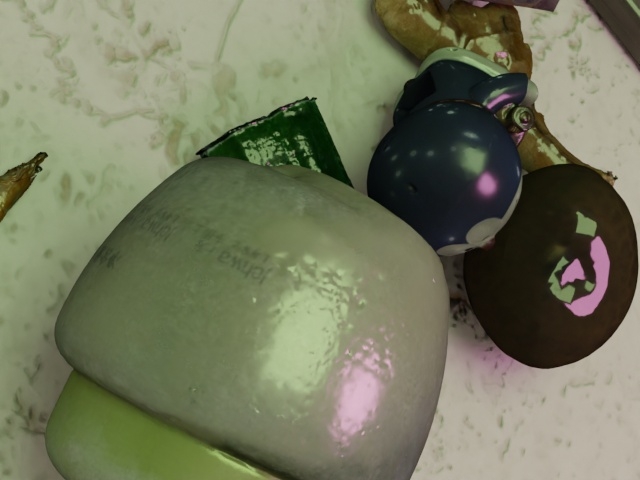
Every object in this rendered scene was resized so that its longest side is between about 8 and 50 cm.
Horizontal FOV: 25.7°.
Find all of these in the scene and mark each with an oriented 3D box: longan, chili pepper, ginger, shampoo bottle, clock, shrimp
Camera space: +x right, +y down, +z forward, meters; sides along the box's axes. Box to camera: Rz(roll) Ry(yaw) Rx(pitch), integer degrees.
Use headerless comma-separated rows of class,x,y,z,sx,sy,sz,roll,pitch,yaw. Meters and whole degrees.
longan,0.238,0.025,1.458,0.198,0.198,0.212,-4,101,-31
chili pepper,0.000,0.000,1.381,0.136,0.099,0.270,-24,84,-45
ginger,0.196,-0.170,1.555,0.148,0.081,0.334,-35,90,-34
shampoo bottle,-0.057,0.099,1.176,0.322,0.322,0.317,26,84,-21
clock,0.127,-0.084,1.414,0.146,0.199,0.243,37,30,-14
shrimp,-0.304,-0.056,1.264,0.127,0.025,0.091,-39,94,-30

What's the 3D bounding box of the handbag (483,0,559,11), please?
handbag,0.199,-0.315,1.517,0.173,0.117,0.095,-2,40,-34

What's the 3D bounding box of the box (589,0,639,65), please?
box,0.371,-0.320,1.722,0.244,0.055,0.103,50,57,-8
